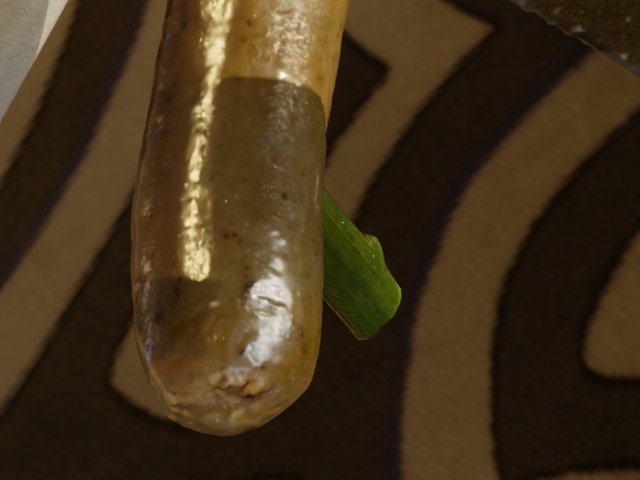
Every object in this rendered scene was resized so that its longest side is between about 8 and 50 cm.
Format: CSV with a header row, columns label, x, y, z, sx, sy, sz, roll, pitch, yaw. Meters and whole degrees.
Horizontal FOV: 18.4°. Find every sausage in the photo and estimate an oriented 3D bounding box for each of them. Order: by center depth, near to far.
label,x,y,z,sx,sy,sz,roll,pitch,yaw
sausage,-0.045,-0.120,1.307,0.136,0.123,0.501,-5,71,43

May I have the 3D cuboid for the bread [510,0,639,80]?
label,x,y,z,sx,sy,sz,roll,pitch,yaw
bread,0.125,-0.209,1.058,0.113,0.416,0.165,-29,47,41

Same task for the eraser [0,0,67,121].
label,x,y,z,sx,sy,sz,roll,pitch,yaw
eraser,-0.270,-0.229,1.534,0.174,0.095,0.270,26,85,21

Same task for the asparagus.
label,x,y,z,sx,sy,sz,roll,pitch,yaw
asparagus,0.000,0.002,1.480,0.067,0.277,0.060,-39,54,4
